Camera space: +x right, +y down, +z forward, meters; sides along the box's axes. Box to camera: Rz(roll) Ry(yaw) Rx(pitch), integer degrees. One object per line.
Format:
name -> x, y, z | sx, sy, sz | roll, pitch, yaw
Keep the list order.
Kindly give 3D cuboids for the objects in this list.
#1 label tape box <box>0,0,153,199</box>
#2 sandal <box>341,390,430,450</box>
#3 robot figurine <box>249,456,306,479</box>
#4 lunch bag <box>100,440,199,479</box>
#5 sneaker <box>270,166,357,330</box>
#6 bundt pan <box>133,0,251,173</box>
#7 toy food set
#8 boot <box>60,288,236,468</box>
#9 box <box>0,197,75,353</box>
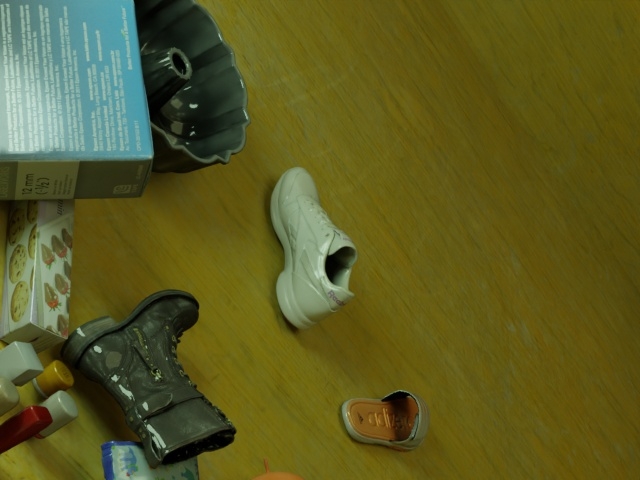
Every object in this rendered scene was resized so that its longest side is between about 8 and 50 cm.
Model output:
label tape box -> -0.402, -0.183, 1.610 | 0.347, 0.115, 0.249 | -2, 64, -16
sandal -> 0.137, 0.312, 2.205 | 0.265, 0.076, 0.102 | 10, 61, -56
robot figurine -> -0.059, 0.418, 1.759 | 0.158, 0.128, 0.219 | 11, 53, -14
lunch bag -> -0.221, 0.324, 1.594 | 0.151, 0.096, 0.129 | 31, 44, -60
sneaker -> 0.000, 0.000, 2.137 | 0.114, 0.152, 0.305 | 28, 45, -44
bundt pan -> -0.257, -0.244, 1.924 | 0.331, 0.124, 0.331 | 39, 38, -40
toy food set -> -0.376, 0.191, 1.473 | 0.111, 0.104, 0.232 | 59, 9, 16
boot -> -0.193, 0.187, 1.656 | 0.229, 0.091, 0.263 | 42, 34, 19
box -> -0.363, -0.012, 1.641 | 0.063, 0.067, 0.324 | 33, 44, -44
